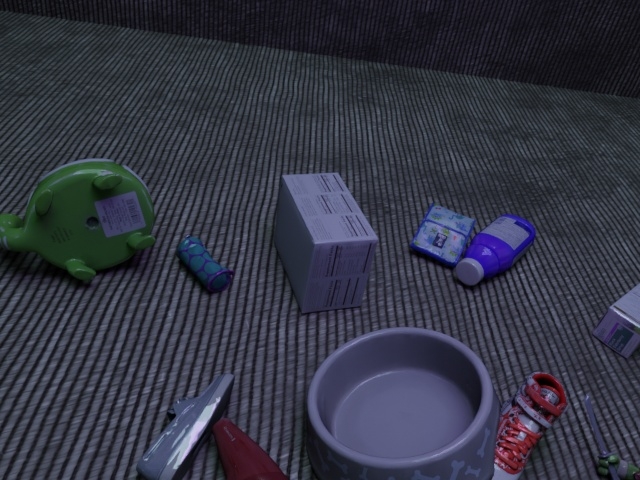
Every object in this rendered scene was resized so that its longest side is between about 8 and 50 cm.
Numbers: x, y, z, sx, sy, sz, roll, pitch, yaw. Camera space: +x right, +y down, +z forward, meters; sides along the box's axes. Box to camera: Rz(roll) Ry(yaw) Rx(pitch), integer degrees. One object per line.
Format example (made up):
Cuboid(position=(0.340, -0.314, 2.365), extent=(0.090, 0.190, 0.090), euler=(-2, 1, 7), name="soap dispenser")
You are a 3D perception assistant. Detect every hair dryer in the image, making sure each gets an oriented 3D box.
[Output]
Cuboid(position=(-0.153, 0.396, 0.845), extent=(0.224, 0.080, 0.293), euler=(8, 37, -1), name="hair dryer")

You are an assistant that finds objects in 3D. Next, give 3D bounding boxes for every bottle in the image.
Cuboid(position=(0.446, 0.025, 1.445), extent=(0.118, 0.092, 0.283), euler=(29, 42, 29), name="bottle")

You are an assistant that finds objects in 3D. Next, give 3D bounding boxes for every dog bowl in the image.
Cuboid(position=(0.135, 0.283, 0.956), extent=(0.349, 0.102, 0.348), euler=(-10, 30, 6), name="dog bowl")

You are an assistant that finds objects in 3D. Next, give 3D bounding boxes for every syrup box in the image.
Cuboid(position=(0.753, 0.172, 1.322), extent=(0.237, 0.093, 0.096), euler=(-23, 48, -35), name="syrup box")

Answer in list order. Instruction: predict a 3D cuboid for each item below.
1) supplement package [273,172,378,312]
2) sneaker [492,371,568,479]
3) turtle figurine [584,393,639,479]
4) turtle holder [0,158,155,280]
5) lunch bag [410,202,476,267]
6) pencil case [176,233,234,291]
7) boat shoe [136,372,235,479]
Cuboid(position=(0.000, 0.000, 1.288), extent=(0.145, 0.203, 0.261), euler=(-4, 39, -19), name="supplement package")
Cuboid(position=(0.335, 0.325, 0.959), extent=(0.090, 0.144, 0.270), euler=(38, 37, 20), name="sneaker")
Cuboid(position=(0.543, 0.385, 0.922), extent=(0.198, 0.274, 0.266), euler=(-12, 29, 37), name="turtle figurine")
Cuboid(position=(-0.532, -0.046, 1.247), extent=(0.320, 0.243, 0.227), euler=(-44, 34, -1), name="turtle holder")
Cuboid(position=(0.318, -0.009, 1.470), extent=(0.129, 0.096, 0.151), euler=(25, 54, 15), name="lunch bag")
Cuboid(position=(-0.265, 0.052, 1.278), extent=(0.070, 0.064, 0.152), euler=(-34, 53, -22), name="pencil case")
Cuboid(position=(-0.224, 0.303, 0.949), extent=(0.081, 0.079, 0.227), euler=(23, 42, 10), name="boat shoe")
